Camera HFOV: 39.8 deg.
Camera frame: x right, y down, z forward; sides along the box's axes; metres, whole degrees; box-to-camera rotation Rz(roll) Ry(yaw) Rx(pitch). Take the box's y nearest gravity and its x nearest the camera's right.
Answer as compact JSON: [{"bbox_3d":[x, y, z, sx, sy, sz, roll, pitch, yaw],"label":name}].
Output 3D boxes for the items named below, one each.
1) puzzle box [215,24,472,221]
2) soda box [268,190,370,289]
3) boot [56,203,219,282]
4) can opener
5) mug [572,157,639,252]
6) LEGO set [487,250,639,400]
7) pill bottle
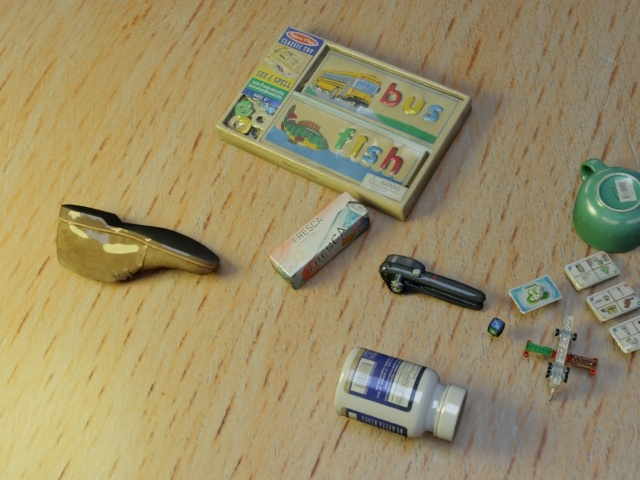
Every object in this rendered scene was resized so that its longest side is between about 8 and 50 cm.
[{"bbox_3d":[0.043,-0.229,1.651,0.409,0.052,0.272,25,69,20],"label":"puzzle box"},{"bbox_3d":[0.000,0.000,1.536,0.183,0.058,0.063,-41,64,-12],"label":"soda box"},{"bbox_3d":[-0.327,0.027,1.569,0.305,0.112,0.115,15,96,11],"label":"boot"},{"bbox_3d":[0.185,0.071,1.471,0.186,0.059,0.073,19,67,18],"label":"can opener"},{"bbox_3d":[0.480,-0.064,1.473,0.157,0.097,0.129,34,73,22],"label":"mug"},{"bbox_3d":[0.398,0.138,1.424,0.244,0.060,0.182,-21,56,-11],"label":"LEGO set"},{"bbox_3d":[0.125,0.242,1.363,0.186,0.112,0.112,16,67,16],"label":"pill bottle"}]
